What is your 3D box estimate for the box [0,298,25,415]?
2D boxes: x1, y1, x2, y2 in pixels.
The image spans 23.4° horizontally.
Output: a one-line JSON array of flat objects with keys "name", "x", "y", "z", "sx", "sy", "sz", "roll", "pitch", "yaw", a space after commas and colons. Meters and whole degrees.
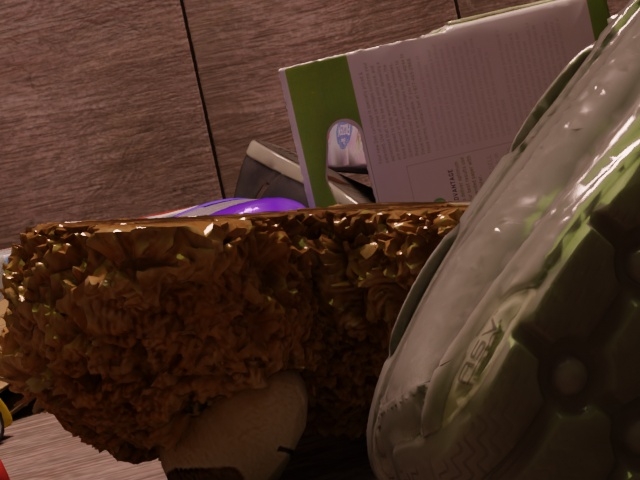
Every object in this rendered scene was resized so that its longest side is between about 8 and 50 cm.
[{"name": "box", "x": -0.203, "y": 0.068, "z": 1.053, "sx": 0.164, "sy": 0.021, "sz": 0.201, "roll": -38, "pitch": 19, "yaw": -34}]

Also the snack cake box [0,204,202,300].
[{"name": "snack cake box", "x": -0.223, "y": 0.040, "z": 1.358, "sx": 0.152, "sy": 0.089, "sz": 0.264, "roll": -12, "pitch": 4, "yaw": 37}]

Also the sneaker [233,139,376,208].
[{"name": "sneaker", "x": 0.000, "y": 0.000, "z": 1.413, "sx": 0.083, "sy": 0.118, "sz": 0.222, "roll": 10, "pitch": 15, "yaw": -46}]

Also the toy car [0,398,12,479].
[{"name": "toy car", "x": -0.268, "y": 0.112, "z": 0.768, "sx": 0.225, "sy": 0.053, "sz": 0.239, "roll": -13, "pitch": 4, "yaw": -10}]

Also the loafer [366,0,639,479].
[{"name": "loafer", "x": 0.124, "y": -0.041, "z": 0.477, "sx": 0.319, "sy": 0.112, "sz": 0.111, "roll": -47, "pitch": 15, "yaw": -16}]

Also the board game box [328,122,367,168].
[{"name": "board game box", "x": 0.168, "y": -0.088, "z": 1.472, "sx": 0.318, "sy": 0.066, "sz": 0.318, "roll": 4, "pitch": 1, "yaw": -12}]

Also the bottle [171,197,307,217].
[{"name": "bottle", "x": -0.052, "y": 0.019, "z": 1.093, "sx": 0.118, "sy": 0.092, "sz": 0.283, "roll": -19, "pitch": 6, "yaw": -14}]

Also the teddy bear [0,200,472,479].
[{"name": "teddy bear", "x": 0.038, "y": 0.038, "z": 0.640, "sx": 0.245, "sy": 0.113, "sz": 0.338, "roll": -3, "pitch": 2, "yaw": 37}]

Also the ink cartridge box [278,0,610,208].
[{"name": "ink cartridge box", "x": 0.107, "y": -0.075, "z": 1.204, "sx": 0.255, "sy": 0.189, "sz": 0.097, "roll": -13, "pitch": 5, "yaw": -4}]
